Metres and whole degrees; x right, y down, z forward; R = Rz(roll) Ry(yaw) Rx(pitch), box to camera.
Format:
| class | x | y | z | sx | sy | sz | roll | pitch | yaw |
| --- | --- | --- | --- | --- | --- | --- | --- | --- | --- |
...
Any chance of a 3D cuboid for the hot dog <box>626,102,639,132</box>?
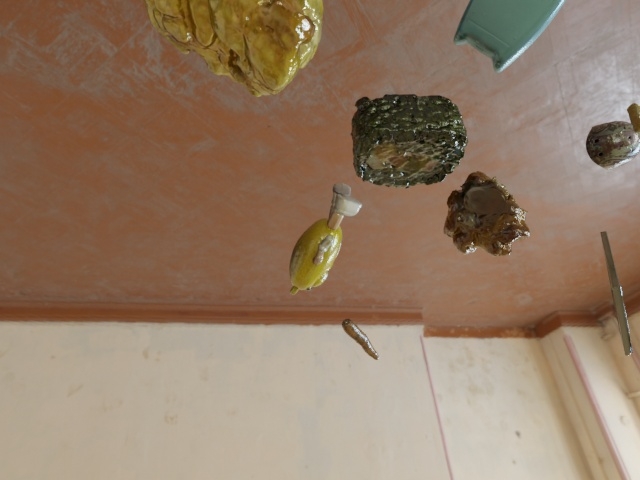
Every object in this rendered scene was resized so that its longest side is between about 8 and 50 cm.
| class | x | y | z | sx | sy | sz | roll | pitch | yaw |
| --- | --- | --- | --- | --- | --- | --- | --- | --- | --- |
| hot dog | 0.874 | -0.335 | 1.134 | 0.034 | 0.090 | 0.030 | 3 | 157 | -7 |

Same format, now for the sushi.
| class | x | y | z | sx | sy | sz | roll | pitch | yaw |
| --- | --- | --- | --- | --- | --- | --- | --- | --- | --- |
| sushi | 0.268 | -0.300 | 1.303 | 0.352 | 0.178 | 0.294 | 0 | 150 | -4 |

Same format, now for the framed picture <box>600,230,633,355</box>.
| class | x | y | z | sx | sy | sz | roll | pitch | yaw |
| --- | --- | --- | --- | --- | --- | --- | --- | --- | --- |
| framed picture | 0.863 | 0.143 | 1.210 | 0.024 | 0.315 | 0.232 | -11 | 112 | 32 |

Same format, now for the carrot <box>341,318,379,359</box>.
| class | x | y | z | sx | sy | sz | roll | pitch | yaw |
| --- | --- | --- | --- | --- | --- | --- | --- | --- | --- |
| carrot | 0.109 | 0.260 | 1.081 | 0.036 | 0.035 | 0.165 | -27 | 118 | 28 |

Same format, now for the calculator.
| class | x | y | z | sx | sy | sz | roll | pitch | yaw |
| --- | --- | --- | --- | --- | --- | --- | --- | --- | --- |
| calculator | 0.603 | -0.746 | 1.275 | 0.054 | 0.256 | 0.386 | -18 | 148 | -57 |

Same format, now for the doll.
| class | x | y | z | sx | sy | sz | roll | pitch | yaw |
| --- | --- | --- | --- | --- | --- | --- | --- | --- | --- |
| doll | 0.012 | -0.019 | 1.544 | 0.161 | 0.348 | 0.423 | 26 | 135 | -5 |

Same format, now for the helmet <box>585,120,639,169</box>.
| class | x | y | z | sx | sy | sz | roll | pitch | yaw |
| --- | --- | --- | --- | --- | --- | --- | --- | --- | --- |
| helmet | 0.953 | -0.313 | 1.323 | 0.177 | 0.153 | 0.107 | -17 | 179 | -28 |

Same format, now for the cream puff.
| class | x | y | z | sx | sy | sz | roll | pitch | yaw |
| --- | --- | --- | --- | --- | --- | --- | --- | --- | --- |
| cream puff | 0.480 | -0.078 | 1.229 | 0.241 | 0.269 | 0.155 | -9 | 160 | 30 |

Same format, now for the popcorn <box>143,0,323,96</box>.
| class | x | y | z | sx | sy | sz | roll | pitch | yaw |
| --- | --- | --- | --- | --- | --- | --- | --- | --- | --- |
| popcorn | -0.111 | -0.334 | 0.595 | 0.225 | 0.332 | 0.265 | -46 | 151 | 20 |
